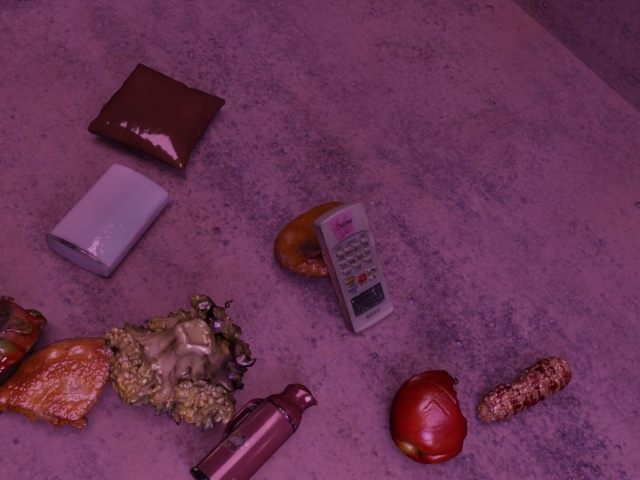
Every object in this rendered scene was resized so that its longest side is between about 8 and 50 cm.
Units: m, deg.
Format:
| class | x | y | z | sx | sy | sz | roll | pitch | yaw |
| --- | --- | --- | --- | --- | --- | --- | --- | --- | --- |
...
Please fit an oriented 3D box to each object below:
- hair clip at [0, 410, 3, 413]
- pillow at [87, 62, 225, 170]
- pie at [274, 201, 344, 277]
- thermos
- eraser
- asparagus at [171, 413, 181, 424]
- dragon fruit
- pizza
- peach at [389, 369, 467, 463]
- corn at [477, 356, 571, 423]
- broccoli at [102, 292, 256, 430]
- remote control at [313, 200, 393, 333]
| class | x | y | z | sx | sy | sz | roll | pitch | yaw |
| --- | --- | --- | --- | --- | --- | --- | --- | --- | --- |
| hair clip | -0.790 | 0.405 | 1.483 | 0.137 | 0.022 | 0.054 | -33 | 69 | -26 |
| pillow | -0.479 | -0.373 | 1.949 | 0.305 | 0.108 | 0.307 | 23 | 58 | 0 |
| pie | 0.001 | 0.000 | 1.813 | 0.273 | 0.069 | 0.273 | -11 | 50 | 13 |
| thermos | -0.152 | 0.462 | 1.547 | 0.330 | 0.136 | 0.109 | -40 | 103 | -28 |
| eraser | -0.566 | -0.059 | 1.753 | 0.189 | 0.104 | 0.290 | 26 | 58 | 9 |
| asparagus | -0.404 | 0.348 | 1.595 | 0.034 | 0.027 | 0.236 | -28 | 69 | -36 |
| dragon fruit | -0.760 | 0.239 | 1.482 | 0.268 | 0.130 | 0.295 | -38 | 36 | -21 |
| pizza | -0.601 | 0.342 | 1.520 | 0.336 | 0.086 | 0.226 | -20 | 63 | -22 |
| peach | 0.278 | 0.427 | 1.603 | 0.226 | 0.196 | 0.190 | -49 | 115 | -32 |
| corn | 0.538 | 0.395 | 1.729 | 0.290 | 0.098 | 0.098 | -20 | 66 | -19 |
| broccoli | -0.314 | 0.248 | 1.500 | 0.348 | 0.281 | 0.293 | 25 | 58 | -16 |
| remote control | 0.090 | 0.070 | 1.719 | 0.145 | 0.344 | 0.050 | -29 | 25 | -22 |
